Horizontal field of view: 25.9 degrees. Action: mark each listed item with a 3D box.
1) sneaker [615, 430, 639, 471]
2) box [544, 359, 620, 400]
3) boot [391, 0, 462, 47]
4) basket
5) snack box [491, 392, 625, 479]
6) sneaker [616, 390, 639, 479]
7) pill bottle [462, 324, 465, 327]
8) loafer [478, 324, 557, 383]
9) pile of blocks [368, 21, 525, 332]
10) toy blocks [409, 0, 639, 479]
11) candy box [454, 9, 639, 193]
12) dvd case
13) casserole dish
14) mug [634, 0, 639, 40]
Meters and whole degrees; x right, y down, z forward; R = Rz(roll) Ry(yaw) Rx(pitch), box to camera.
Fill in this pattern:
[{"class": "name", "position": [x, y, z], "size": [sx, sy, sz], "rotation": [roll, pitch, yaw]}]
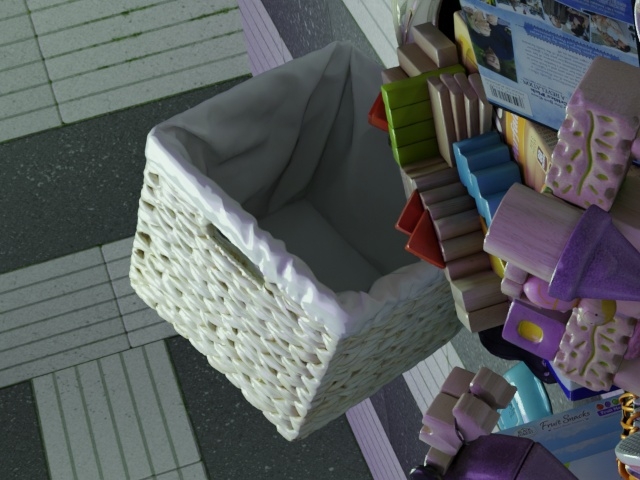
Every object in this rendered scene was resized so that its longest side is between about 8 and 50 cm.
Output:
[{"class": "sneaker", "position": [0.319, 0.203, 1.200], "size": [0.134, 0.051, 0.070], "rotation": [-5, 113, 46]}, {"class": "box", "position": [0.259, 0.070, 1.410], "size": [0.126, 0.072, 0.137], "rotation": [-115, 11, -50]}, {"class": "boot", "position": [0.148, -0.197, 1.624], "size": [0.165, 0.077, 0.213], "rotation": [-137, 32, -70]}, {"class": "basket", "position": [0.000, 0.000, 1.595], "size": [0.328, 0.331, 0.266], "rotation": [42, 138, 22]}, {"class": "snack box", "position": [0.261, 0.258, 1.402], "size": [0.070, 0.174, 0.207], "rotation": [-114, 12, -49]}, {"class": "sneaker", "position": [0.308, 0.184, 1.274], "size": [0.084, 0.083, 0.215], "rotation": [96, 158, -74]}, {"class": "pill bottle", "position": [0.119, -0.019, 1.858], "size": [0.160, 0.160, 0.283], "rotation": [99, 154, -72]}, {"class": "loafer", "position": [0.240, 0.102, 1.611], "size": [0.223, 0.076, 0.078], "rotation": [-150, 50, -72]}, {"class": "pile of blocks", "position": [0.116, -0.062, 1.335], "size": [0.149, 0.112, 0.362], "rotation": [82, 169, -53]}, {"class": "toy blocks", "position": [0.247, 0.044, 0.844], "size": [0.260, 0.309, 0.288], "rotation": [26, 144, 15]}, {"class": "candy box", "position": [0.223, -0.070, 1.317], "size": [0.183, 0.087, 0.316], "rotation": [82, 168, -45]}, {"class": "dvd case", "position": [0.189, -0.161, 1.106], "size": [0.180, 0.022, 0.253], "rotation": [28, 159, 31]}, {"class": "casserole dish", "position": [0.263, 0.226, 1.824], "size": [0.188, 0.037, 0.114], "rotation": [97, 154, -68]}, {"class": "mug", "position": [0.264, -0.147, 0.967], "size": [0.062, 0.064, 0.078], "rotation": [115, 135, -75]}]
